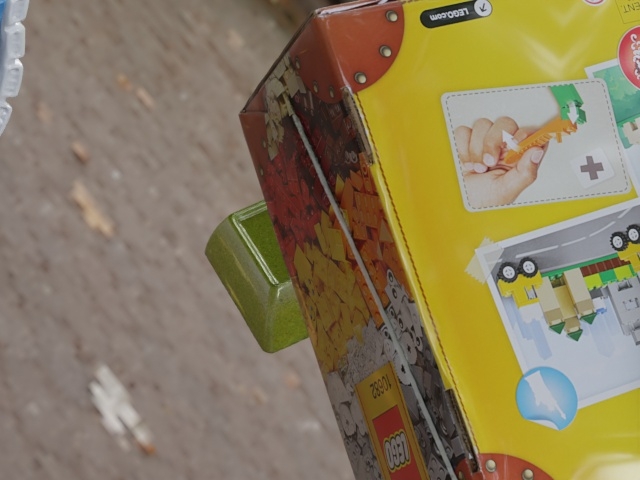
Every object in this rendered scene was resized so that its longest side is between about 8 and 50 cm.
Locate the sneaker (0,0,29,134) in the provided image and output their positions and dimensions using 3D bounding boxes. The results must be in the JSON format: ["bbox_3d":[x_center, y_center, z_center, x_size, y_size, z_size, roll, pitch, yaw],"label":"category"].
[{"bbox_3d":[-0.148,-0.119,0.749,0.083,0.190,0.071,33,27,15],"label":"sneaker"}]

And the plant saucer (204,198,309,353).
[{"bbox_3d":[0.000,0.000,1.752,0.188,0.188,0.045,-125,-167,-53],"label":"plant saucer"}]

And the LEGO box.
[{"bbox_3d":[0.246,-0.005,1.356,0.193,0.500,0.372,136,-61,-67],"label":"LEGO box"}]
